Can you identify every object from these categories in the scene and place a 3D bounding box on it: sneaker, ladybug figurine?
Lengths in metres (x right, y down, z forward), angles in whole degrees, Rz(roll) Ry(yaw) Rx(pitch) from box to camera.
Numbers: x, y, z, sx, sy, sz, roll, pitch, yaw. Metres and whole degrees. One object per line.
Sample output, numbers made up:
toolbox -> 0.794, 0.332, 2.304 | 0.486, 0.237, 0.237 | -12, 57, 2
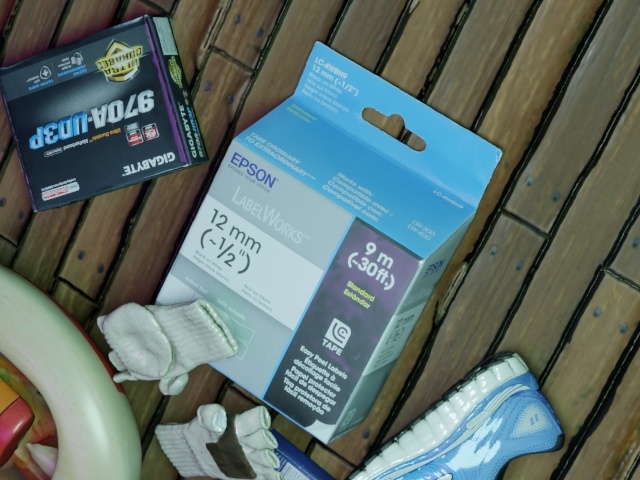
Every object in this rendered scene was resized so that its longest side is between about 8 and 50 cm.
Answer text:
sneaker -> 0.113, 0.266, 1.638 | 0.330, 0.130, 0.147 | -41, 85, 14
ladybug figurine -> -0.376, 0.176, 1.840 | 0.449, 0.162, 0.305 | 44, 113, 12

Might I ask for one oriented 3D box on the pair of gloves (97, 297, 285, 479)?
pair of gloves -> -0.144, 0.169, 1.707 | 0.204, 0.042, 0.240 | -5, 118, 45

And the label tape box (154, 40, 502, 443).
label tape box -> 0.000, 0.000, 1.670 | 0.249, 0.115, 0.348 | 33, 111, 18

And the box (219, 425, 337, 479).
box -> -0.017, 0.325, 1.766 | 0.225, 0.036, 0.136 | 38, 111, 16

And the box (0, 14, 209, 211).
box -> -0.250, -0.143, 1.798 | 0.220, 0.051, 0.175 | -15, 91, 25
